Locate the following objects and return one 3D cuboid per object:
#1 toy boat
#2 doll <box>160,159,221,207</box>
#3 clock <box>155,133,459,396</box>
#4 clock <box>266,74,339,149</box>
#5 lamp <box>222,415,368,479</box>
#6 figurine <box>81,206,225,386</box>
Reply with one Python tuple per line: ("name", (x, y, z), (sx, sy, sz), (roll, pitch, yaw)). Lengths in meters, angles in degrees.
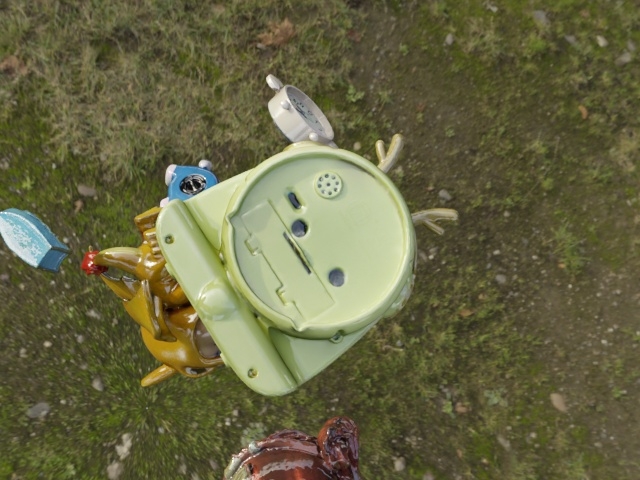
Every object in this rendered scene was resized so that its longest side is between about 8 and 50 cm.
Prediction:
("toy boat", (-0.567, -0.008, 1.167), (0.185, 0.077, 0.075), (35, 93, 19))
("doll", (-0.350, -0.073, 1.809), (0.240, 0.310, 0.284), (8, 56, 10))
("clock", (0.000, 0.000, 0.643), (0.308, 0.096, 0.235), (-32, 83, -11))
("clock", (-0.044, -0.257, 1.274), (0.229, 0.063, 0.155), (46, 25, -10))
("lamp", (-0.021, 0.357, 0.802), (0.223, 0.151, 0.215), (-23, 100, 13))
("figurine", (-0.352, 0.131, 1.365), (0.268, 0.401, 0.387), (-36, 120, -34))
